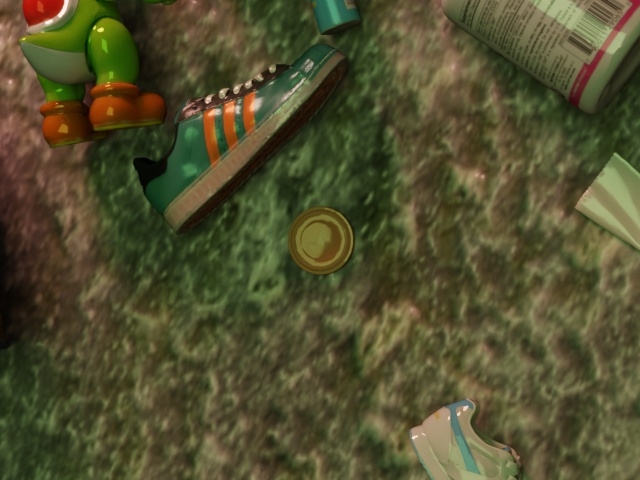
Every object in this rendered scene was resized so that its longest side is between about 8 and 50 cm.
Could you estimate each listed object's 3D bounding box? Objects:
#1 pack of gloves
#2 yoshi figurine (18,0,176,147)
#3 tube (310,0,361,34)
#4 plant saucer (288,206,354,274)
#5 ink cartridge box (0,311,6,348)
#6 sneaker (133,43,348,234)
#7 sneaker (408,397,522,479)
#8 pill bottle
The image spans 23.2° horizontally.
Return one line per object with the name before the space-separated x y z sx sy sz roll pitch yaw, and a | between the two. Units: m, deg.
pack of gloves | 0.435 -0.050 1.757 0.232 0.046 0.195 37 99 13
yoshi figurine | -0.287 -0.307 1.918 0.203 0.203 0.362 -14 93 -12
tube | -0.007 -0.353 1.879 0.052 0.080 0.207 -18 87 -3
plant saucer | 0.000 0.000 1.895 0.083 0.013 0.084 -1 88 16
ink cartridge box | -0.487 -0.053 1.890 0.151 0.270 0.396 -10 87 -9
sneaker | -0.105 -0.147 1.880 0.302 0.108 0.121 -42 82 12
sneaker | 0.198 0.291 1.793 0.092 0.087 0.229 -36 81 10
pill bottle | 0.238 -0.283 1.760 0.283 0.160 0.160 37 98 14
